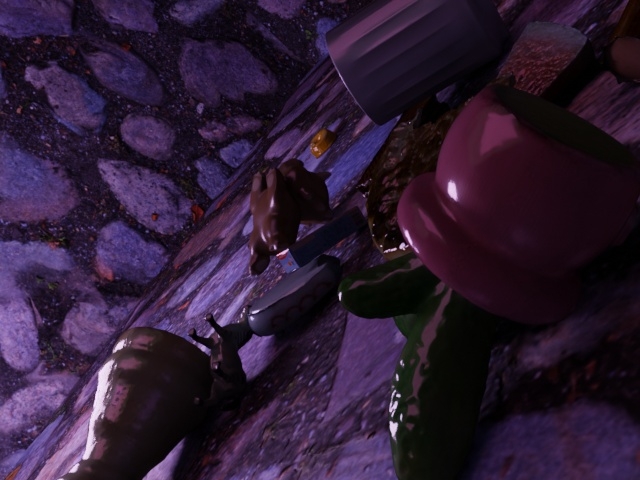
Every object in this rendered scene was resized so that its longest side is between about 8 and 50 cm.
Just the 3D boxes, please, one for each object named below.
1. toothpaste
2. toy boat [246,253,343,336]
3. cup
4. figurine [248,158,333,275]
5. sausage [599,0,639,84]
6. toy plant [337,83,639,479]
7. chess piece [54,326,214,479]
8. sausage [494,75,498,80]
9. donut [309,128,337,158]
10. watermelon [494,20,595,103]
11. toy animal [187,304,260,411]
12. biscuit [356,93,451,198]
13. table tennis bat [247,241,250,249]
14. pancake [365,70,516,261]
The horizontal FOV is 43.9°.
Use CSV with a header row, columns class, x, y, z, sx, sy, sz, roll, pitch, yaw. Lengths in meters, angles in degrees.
class,x,y,z,sx,sy,sz,roll,pitch,yaw
toothpaste,0.000,0.000,1.530,0.193,0.044,0.070,-32,2,-35
toy boat,-0.040,0.110,1.476,0.208,0.079,0.134,-37,13,3
cup,0.224,-0.409,1.687,0.327,0.323,0.237,-30,65,18
figurine,-0.058,-0.056,1.762,0.177,0.173,0.247,-39,48,47
sausage,0.485,-0.363,1.124,0.082,0.082,0.371,-26,26,56
toy plant,0.161,0.034,0.810,0.356,0.210,0.317,-56,12,26
chess piece,-0.362,0.386,1.407,0.234,0.234,0.442,-33,24,46
sausage,0.310,-0.260,1.447,0.269,0.033,0.033,-49,15,-2
donut,0.005,-0.299,2.411,0.097,0.043,0.108,-47,19,8
watermelon,0.324,-0.222,1.245,0.241,0.094,0.154,-50,24,-1
toy animal,-0.168,0.214,1.457,0.073,0.176,0.217,-22,58,23
biscuit,0.172,-0.181,1.572,0.106,0.070,0.252,-23,28,56
table tennis bat,-0.157,-0.025,2.228,0.155,0.019,0.100,-36,18,46
pancake,0.176,-0.101,1.270,0.305,0.067,0.427,-64,17,-12
